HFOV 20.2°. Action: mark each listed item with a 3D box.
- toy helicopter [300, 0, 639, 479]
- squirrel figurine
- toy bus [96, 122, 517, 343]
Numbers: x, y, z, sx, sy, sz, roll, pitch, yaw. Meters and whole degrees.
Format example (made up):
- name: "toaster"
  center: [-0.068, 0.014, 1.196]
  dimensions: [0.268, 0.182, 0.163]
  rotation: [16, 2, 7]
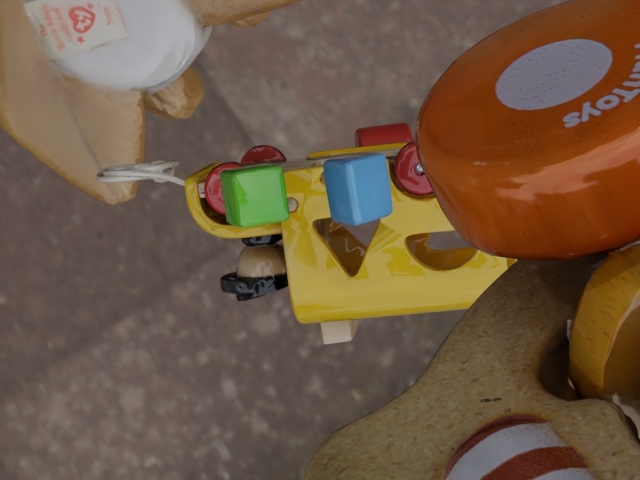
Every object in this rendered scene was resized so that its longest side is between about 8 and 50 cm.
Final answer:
- name: "toy helicopter"
  center: [0.071, 0.096, 0.386]
  dimensions: [0.355, 0.235, 0.140]
  rotation: [-47, 128, -29]
- name: "squirrel figurine"
  center: [-0.226, -0.280, 1.557]
  dimensions: [0.397, 0.370, 0.281]
  rotation: [29, 113, -18]
- name: "toy bus"
  center: [0.011, 0.000, 0.954]
  dimensions: [0.191, 0.202, 0.104]
  rotation: [-12, 99, -33]
